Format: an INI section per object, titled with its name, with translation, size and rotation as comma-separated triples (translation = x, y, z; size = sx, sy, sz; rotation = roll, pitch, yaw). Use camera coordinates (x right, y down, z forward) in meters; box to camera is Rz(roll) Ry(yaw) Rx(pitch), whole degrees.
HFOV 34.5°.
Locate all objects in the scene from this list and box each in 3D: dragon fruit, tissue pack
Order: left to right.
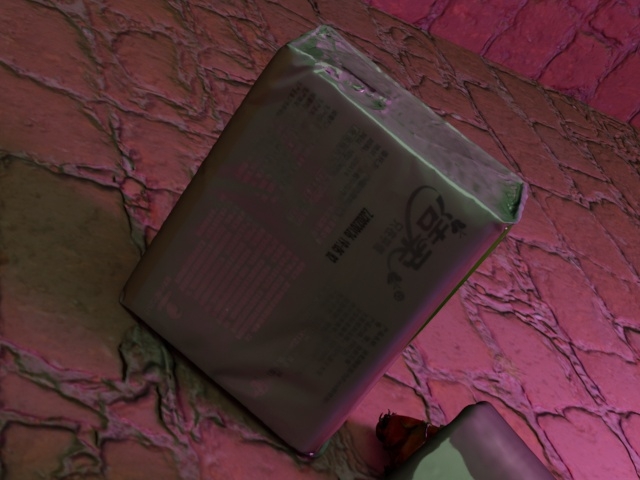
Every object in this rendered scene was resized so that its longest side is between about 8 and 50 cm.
[tissue pack]
translation = 0.000, 0.000, 1.253
size = 0.331, 0.405, 0.205
rotation = 38, 25, 3
[dragon fruit]
translation = 0.122, 0.271, 1.301
size = 0.138, 0.142, 0.175
rotation = 5, 42, 24

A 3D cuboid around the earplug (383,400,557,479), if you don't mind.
[earplug]
translation = 0.169, 0.394, 0.951
size = 0.394, 0.313, 0.312
rotation = 48, 30, 17
